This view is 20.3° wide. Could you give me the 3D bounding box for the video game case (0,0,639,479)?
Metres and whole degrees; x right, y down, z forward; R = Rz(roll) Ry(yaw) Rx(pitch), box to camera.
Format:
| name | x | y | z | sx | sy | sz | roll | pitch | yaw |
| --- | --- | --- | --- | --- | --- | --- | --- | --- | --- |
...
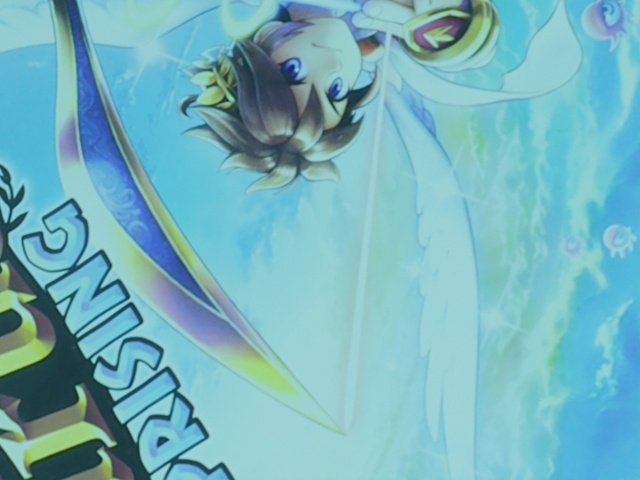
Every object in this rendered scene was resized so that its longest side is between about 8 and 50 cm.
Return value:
| name | x | y | z | sx | sy | sz | roll | pitch | yaw |
| --- | --- | --- | --- | --- | --- | --- | --- | --- | --- |
| video game case | -0.025 | -0.033 | 0.394 | 0.244 | 0.269 | 0.061 | -34 | 160 | 4 |
